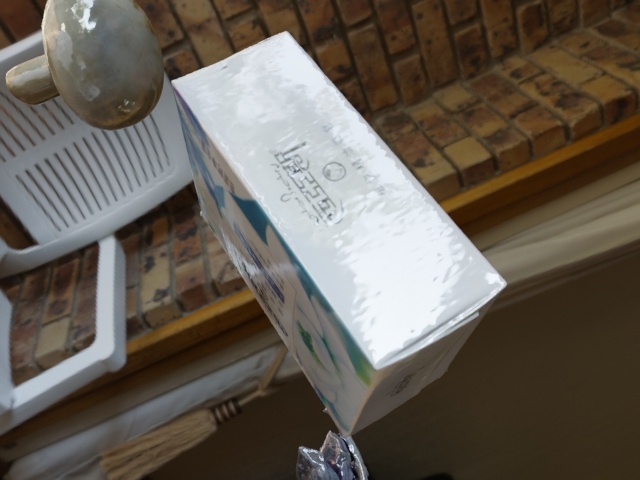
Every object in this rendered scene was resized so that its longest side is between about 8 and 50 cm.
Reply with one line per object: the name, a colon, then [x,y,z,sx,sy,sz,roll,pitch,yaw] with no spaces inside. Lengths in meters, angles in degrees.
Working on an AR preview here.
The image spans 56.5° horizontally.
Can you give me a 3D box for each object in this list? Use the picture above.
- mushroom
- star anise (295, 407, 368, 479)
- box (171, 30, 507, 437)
mushroom: [-0.339,-0.253,0.852,0.207,0.215,0.208,-15,90,-80]
star anise: [0.017,0.379,0.869,0.230,0.081,0.263,30,65,-39]
box: [-0.002,0.002,0.500,0.274,0.116,0.203,54,-18,22]
